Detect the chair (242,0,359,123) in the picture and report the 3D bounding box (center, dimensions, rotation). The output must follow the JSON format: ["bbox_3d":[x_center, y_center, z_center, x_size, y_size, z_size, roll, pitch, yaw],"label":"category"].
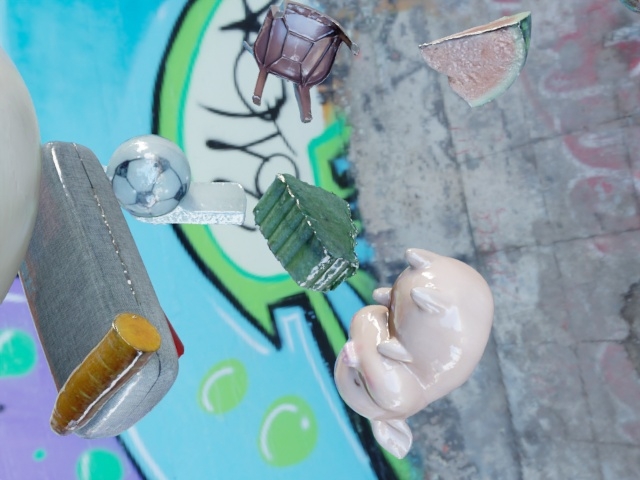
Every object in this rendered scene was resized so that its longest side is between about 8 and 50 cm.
[{"bbox_3d":[-0.050,-0.378,1.645,0.326,0.176,0.183,-102,35,-60],"label":"chair"}]

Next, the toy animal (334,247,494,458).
[{"bbox_3d":[0.113,0.125,1.013,0.250,0.154,0.166,-52,21,37],"label":"toy animal"}]

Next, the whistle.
[{"bbox_3d":[-0.273,-0.114,1.504,0.163,0.290,0.163,180,90,-78],"label":"whistle"}]

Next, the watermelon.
[{"bbox_3d":[0.289,-0.319,1.453,0.207,0.202,0.136,144,102,-86],"label":"watermelon"}]

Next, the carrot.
[{"bbox_3d":[-0.199,0.124,0.733,0.139,0.048,0.048,-46,59,18],"label":"carrot"}]

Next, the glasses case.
[{"bbox_3d":[-0.250,0.043,0.878,0.131,0.074,0.323,-44,58,26],"label":"glasses case"}]

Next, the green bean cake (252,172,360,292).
[{"bbox_3d":[0.000,0.000,1.400,0.107,0.193,0.208,-48,51,18],"label":"green bean cake"}]

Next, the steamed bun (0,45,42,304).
[{"bbox_3d":[-0.348,-0.038,0.552,0.374,0.334,0.333,-139,49,-62],"label":"steamed bun"}]

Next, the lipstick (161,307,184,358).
[{"bbox_3d":[-0.354,0.127,1.635,0.073,0.073,0.279,22,142,49],"label":"lipstick"}]

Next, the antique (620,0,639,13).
[{"bbox_3d":[0.472,-0.420,1.203,0.121,0.257,0.143,-3,77,16],"label":"antique"}]
